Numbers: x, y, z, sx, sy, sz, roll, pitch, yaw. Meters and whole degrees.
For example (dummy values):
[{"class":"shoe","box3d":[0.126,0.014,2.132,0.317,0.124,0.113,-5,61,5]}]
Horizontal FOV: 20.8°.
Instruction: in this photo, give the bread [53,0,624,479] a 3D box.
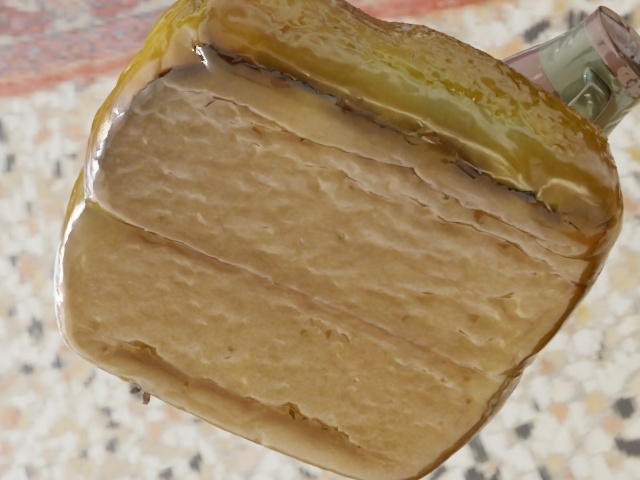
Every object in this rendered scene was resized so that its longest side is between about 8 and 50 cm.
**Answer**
[{"class":"bread","box3d":[0.001,-0.005,1.175,0.337,0.148,0.328,22,130,-6]}]

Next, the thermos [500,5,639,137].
[{"class":"thermos","box3d":[0.177,-0.092,1.542,0.265,0.176,0.146,-37,102,27]}]
